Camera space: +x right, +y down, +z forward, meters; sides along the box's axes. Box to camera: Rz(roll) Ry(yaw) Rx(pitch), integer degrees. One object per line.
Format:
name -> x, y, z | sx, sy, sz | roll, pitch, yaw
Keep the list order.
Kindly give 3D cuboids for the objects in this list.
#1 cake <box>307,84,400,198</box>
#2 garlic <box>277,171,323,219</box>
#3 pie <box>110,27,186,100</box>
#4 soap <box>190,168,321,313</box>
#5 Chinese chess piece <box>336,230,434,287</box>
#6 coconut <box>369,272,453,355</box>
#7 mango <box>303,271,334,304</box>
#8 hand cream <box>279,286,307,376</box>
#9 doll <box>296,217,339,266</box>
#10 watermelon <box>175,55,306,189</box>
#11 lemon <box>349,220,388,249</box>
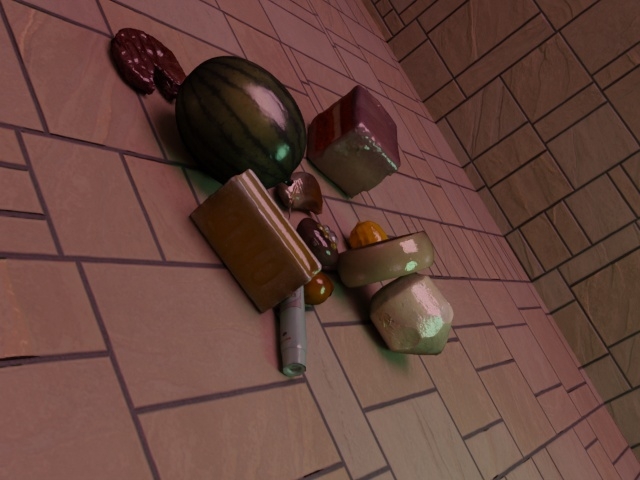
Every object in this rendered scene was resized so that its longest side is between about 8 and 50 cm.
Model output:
cake -> 0.114, -0.323, 2.328 | 0.230, 0.237, 0.309 | 42, 29, -24
garlic -> -0.061, -0.124, 1.953 | 0.198, 0.090, 0.129 | -13, 81, -68
pie -> -0.422, -0.433, 1.745 | 0.218, 0.054, 0.204 | 15, 45, -51
soap -> -0.142, 0.005, 1.542 | 0.274, 0.173, 0.089 | 53, 33, 0
Chinese chess piece -> 0.177, 0.052, 1.929 | 0.273, 0.273, 0.102 | -16, 91, -64
coconut -> 0.255, 0.211, 1.932 | 0.224, 0.224, 0.234 | 0, 57, -60
mango -> -0.021, 0.111, 1.730 | 0.105, 0.084, 0.159 | 45, 0, 10
hand cream -> -0.062, 0.157, 1.605 | 0.058, 0.085, 0.331 | 25, 39, -25
doll -> -0.005, -0.008, 1.896 | 0.145, 0.096, 0.188 | 53, 14, -21
watermelon -> -0.180, -0.265, 1.683 | 0.359, 0.279, 0.279 | 49, 25, -11
lemon -> 0.149, 0.011, 2.111 | 0.155, 0.114, 0.114 | 58, 25, 5
